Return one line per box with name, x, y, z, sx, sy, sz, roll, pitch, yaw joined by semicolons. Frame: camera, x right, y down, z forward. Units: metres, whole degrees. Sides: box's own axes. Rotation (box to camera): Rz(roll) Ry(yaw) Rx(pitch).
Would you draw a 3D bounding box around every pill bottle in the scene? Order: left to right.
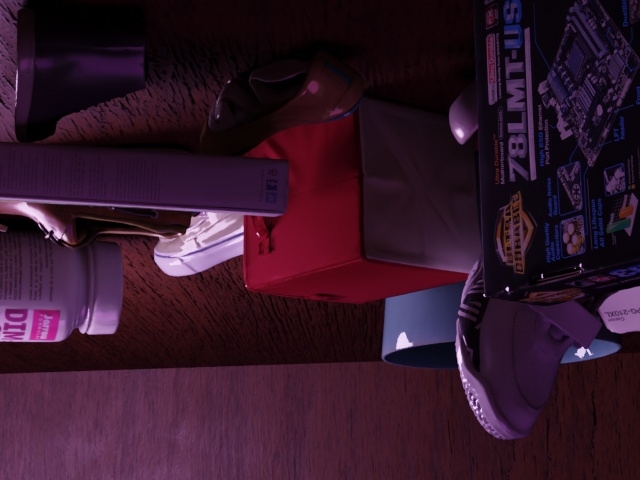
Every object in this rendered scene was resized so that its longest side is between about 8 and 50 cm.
pill bottle;-0.430;0.063;2.142;0.283;0.160;0.160;2;168;-17

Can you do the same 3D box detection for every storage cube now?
storage cube;0.044;-0.039;1.667;0.215;0.184;0.193;9;163;-42

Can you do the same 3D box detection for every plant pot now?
plant pot;0.216;0.026;1.869;0.293;0.235;0.293;-2;168;0

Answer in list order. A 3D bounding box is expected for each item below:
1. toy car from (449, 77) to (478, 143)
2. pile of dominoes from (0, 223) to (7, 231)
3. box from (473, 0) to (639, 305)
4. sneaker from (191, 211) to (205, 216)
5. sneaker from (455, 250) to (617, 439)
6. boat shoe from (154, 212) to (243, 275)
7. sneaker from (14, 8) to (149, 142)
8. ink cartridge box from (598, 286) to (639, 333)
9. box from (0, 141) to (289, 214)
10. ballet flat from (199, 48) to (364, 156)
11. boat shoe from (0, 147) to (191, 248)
toy car;0.219;-0.117;1.464;0.159;0.136;0.182;41;-167;1
pile of dominoes;-0.525;-0.036;1.812;0.196;0.040;0.251;12;177;31
box;0.222;-0.121;1.036;0.073;0.296;0.293;8;164;-31
sneaker;-0.172;-0.055;1.839;0.042;0.067;0.118;6;166;-32
sneaker;0.275;0.030;1.560;0.210;0.366;0.137;-2;155;43
boat shoe;-0.121;-0.031;1.920;0.302;0.094;0.109;-18;-163;48
sneaker;-0.220;-0.141;1.388;0.118;0.083;0.222;2;166;-10
ink cartridge box;0.413;-0.015;1.701;0.172;0.237;0.100;-11;122;38
box;-0.198;-0.058;1.487;0.322;0.059;0.232;4;180;-5
ballet flat;-0.056;-0.140;1.494;0.232;0.080;0.073;-16;133;42
boat shoe;-0.299;-0.046;1.774;0.307;0.104;0.110;-4;170;16
